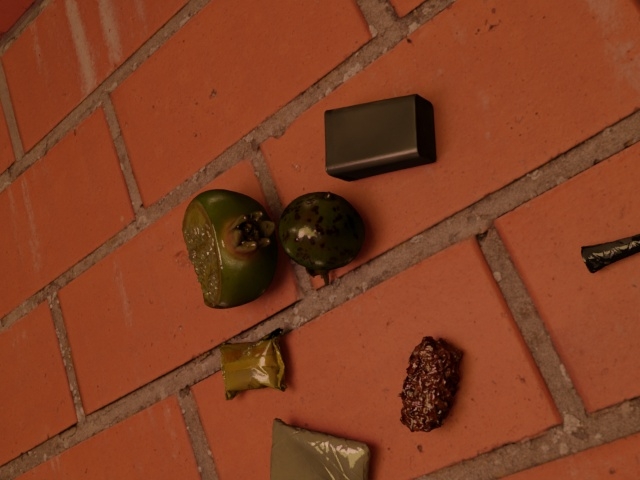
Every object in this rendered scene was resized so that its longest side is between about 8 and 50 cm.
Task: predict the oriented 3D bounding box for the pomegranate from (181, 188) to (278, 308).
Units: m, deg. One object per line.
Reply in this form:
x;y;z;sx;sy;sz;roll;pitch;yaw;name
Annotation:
-0.201;0.008;1.807;0.358;0.216;0.309;-23;76;54;pomegranate

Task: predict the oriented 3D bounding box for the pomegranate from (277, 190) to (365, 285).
0.000;0.000;1.711;0.211;0.211;0.263;30;127;33;pomegranate

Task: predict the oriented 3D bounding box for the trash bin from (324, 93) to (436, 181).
0.141;-0.245;1.677;0.241;0.122;0.164;-9;80;32;trash bin

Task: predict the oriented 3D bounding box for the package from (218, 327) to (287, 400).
-0.178;0.326;1.858;0.226;0.090;0.168;-14;75;30;package

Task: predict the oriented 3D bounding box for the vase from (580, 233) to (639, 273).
0.597;0.012;1.370;0.167;0.059;0.059;-23;73;31;vase

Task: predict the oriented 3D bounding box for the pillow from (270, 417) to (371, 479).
-0.007;0.592;1.724;0.281;0.076;0.274;6;97;31;pillow

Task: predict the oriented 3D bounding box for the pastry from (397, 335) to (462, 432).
0.242;0.319;1.561;0.115;0.097;0.208;11;90;31;pastry
